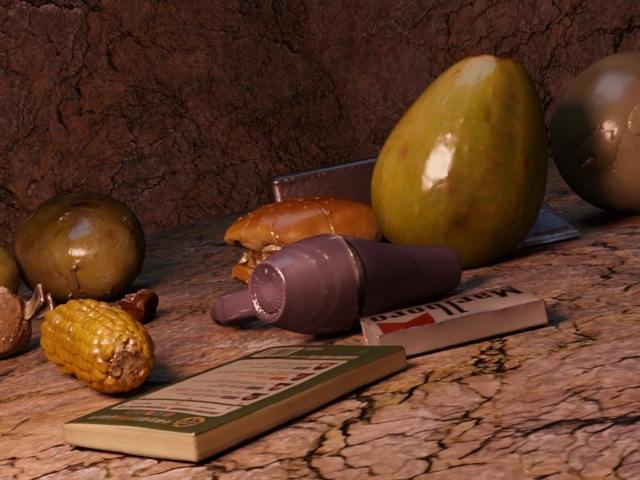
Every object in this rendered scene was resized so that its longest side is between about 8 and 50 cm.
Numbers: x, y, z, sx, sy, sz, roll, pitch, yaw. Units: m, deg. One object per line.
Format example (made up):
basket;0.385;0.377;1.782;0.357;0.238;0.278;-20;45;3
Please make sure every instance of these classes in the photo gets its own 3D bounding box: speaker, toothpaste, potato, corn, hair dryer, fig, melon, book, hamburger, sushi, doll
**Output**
speaker;0.102;-0.060;1.989;0.388;0.180;0.184;-11;-1;-5
toothpaste;0.358;-0.030;1.745;0.089;0.057;0.234;-13;12;5
potato;-0.678;0.089;2.071;0.197;0.149;0.228;-37;22;-11
corn;-0.256;0.124;1.248;0.102;0.102;0.313;-14;9;-25
hair dryer;-0.028;0.067;1.386;0.301;0.121;0.361;-5;-5;-42
fig;0.212;-0.116;1.569;0.258;0.326;0.258;14;22;-6
melon;0.515;-0.178;1.777;0.268;0.269;0.330;-7;19;38
book;-0.077;0.144;0.999;0.202;0.027;0.264;-5;8;45
hamburger;0.000;0.000;1.695;0.282;0.144;0.156;-12;6;-21
sushi;-0.293;0.108;1.704;0.055;0.052;0.120;4;10;7
potato;-0.467;0.019;2.141;0.269;0.219;0.359;-24;17;-24
doll;-0.499;0.129;1.624;0.221;0.105;0.115;-10;43;13

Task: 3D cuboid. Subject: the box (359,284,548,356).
box;0.137;0.084;1.119;0.177;0.036;0.115;-12;6;-6
